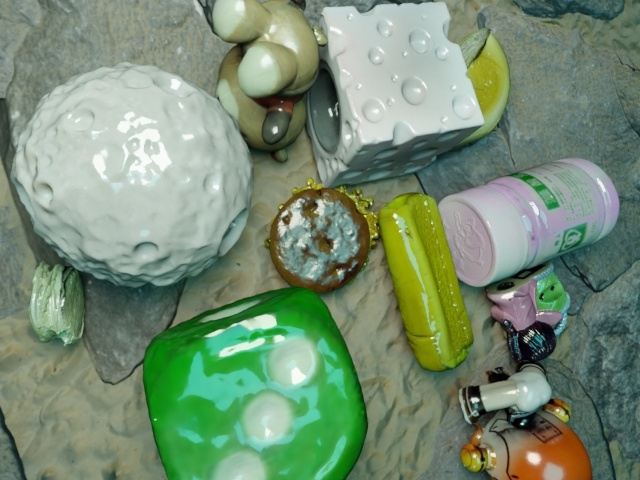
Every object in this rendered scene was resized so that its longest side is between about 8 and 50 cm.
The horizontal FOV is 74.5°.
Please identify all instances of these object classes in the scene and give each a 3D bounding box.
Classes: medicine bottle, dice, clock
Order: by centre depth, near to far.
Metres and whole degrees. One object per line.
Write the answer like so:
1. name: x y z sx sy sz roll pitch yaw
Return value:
1. dice: -0.111 0.257 0.718 0.297 0.287 0.300 -18 93 -16
2. medicine bottle: 0.443 -0.046 0.923 0.325 0.212 0.212 -17 94 -14
3. clock: 0.501 0.171 0.992 0.193 0.100 0.196 -24 97 -17

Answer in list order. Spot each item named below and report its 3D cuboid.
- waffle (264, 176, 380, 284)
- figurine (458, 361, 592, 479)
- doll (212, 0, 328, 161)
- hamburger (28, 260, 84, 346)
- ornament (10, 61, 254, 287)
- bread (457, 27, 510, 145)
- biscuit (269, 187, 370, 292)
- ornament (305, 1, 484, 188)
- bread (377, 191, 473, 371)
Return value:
1. waffle: 0.017 -0.020 0.885 0.228 0.051 0.232 37 79 -9
2. figurine: 0.463 0.450 0.924 0.320 0.196 0.323 -16 83 -22
3. doll: -0.092 -0.275 0.714 0.174 0.330 0.235 -29 90 -19
4. hamburger: -0.440 0.104 0.707 0.062 0.133 0.140 -1 134 -19
5. ornament: -0.259 -0.091 0.655 0.336 0.337 0.337 0 89 -16
6. bread: 0.322 -0.313 0.933 0.156 0.158 0.261 38 79 -22
7. biscuit: 0.000 0.000 0.833 0.212 0.036 0.212 0 89 -13
8. ornament: 0.112 -0.261 0.799 0.239 0.239 0.240 -13 83 -18
9. bread: 0.215 0.089 0.899 0.166 0.112 0.384 -20 95 -42
